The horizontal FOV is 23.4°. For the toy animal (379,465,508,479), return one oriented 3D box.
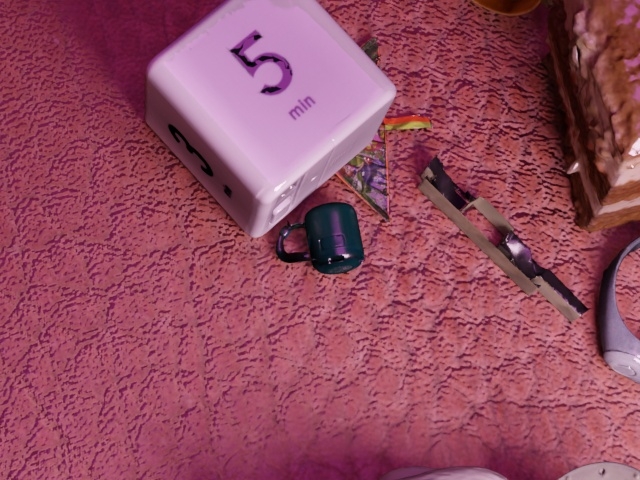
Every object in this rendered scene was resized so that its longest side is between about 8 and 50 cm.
[{"bbox_3d":[0.101,0.335,1.550,0.206,0.272,0.265,23,34,39],"label":"toy animal"}]

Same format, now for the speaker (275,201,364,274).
[{"bbox_3d":[-0.001,-0.001,1.715,0.094,0.060,0.075,-6,72,-15],"label":"speaker"}]

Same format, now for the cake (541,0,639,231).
[{"bbox_3d":[0.398,-0.180,1.732,0.282,0.290,0.256,-14,71,1],"label":"cake"}]

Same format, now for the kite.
[{"bbox_3d":[0.043,-0.127,1.793,0.183,0.014,0.241,-3,69,-14],"label":"kite"}]

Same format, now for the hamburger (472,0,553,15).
[{"bbox_3d":[0.250,-0.419,1.807,0.212,0.274,0.274,-41,85,-19],"label":"hamburger"}]

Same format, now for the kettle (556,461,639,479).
[{"bbox_3d":[0.318,0.364,1.577,0.160,0.243,0.211,22,78,42],"label":"kettle"}]

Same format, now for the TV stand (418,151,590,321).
[{"bbox_3d":[0.210,0.001,1.779,0.249,0.036,0.042,45,66,4],"label":"TV stand"}]

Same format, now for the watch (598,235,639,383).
[{"bbox_3d":[0.423,0.087,1.786,0.206,0.068,0.193,25,68,-2],"label":"watch"}]

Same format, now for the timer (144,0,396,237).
[{"bbox_3d":[-0.059,-0.147,1.668,0.194,0.192,0.195,-40,84,-13],"label":"timer"}]
